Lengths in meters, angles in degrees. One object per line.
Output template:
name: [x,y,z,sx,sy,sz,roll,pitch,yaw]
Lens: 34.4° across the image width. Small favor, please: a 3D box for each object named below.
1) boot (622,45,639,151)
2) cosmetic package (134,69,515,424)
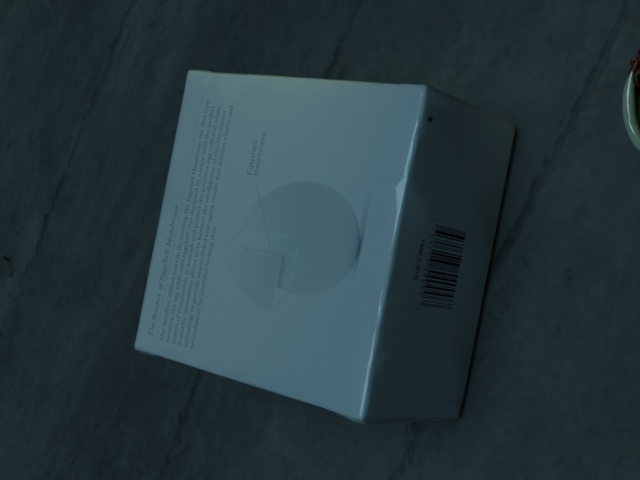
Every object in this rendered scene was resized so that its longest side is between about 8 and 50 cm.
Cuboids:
boot: [0.227,-0.118,0.655,0.059,0.085,0.158,-2,80,39]
cosmetic package: [0.000,0.000,0.776,0.225,0.138,0.224,11,90,37]
